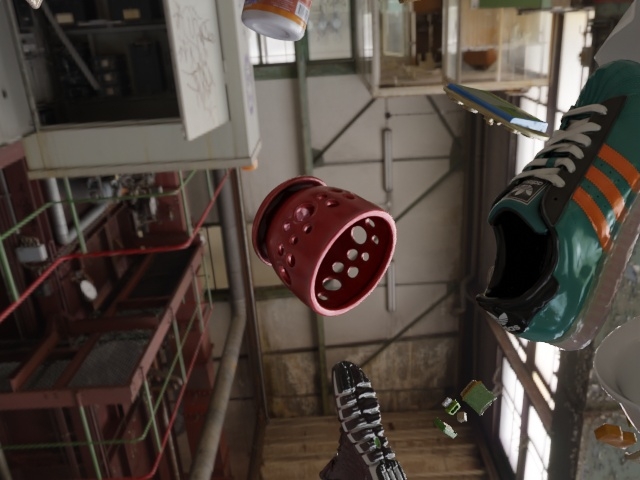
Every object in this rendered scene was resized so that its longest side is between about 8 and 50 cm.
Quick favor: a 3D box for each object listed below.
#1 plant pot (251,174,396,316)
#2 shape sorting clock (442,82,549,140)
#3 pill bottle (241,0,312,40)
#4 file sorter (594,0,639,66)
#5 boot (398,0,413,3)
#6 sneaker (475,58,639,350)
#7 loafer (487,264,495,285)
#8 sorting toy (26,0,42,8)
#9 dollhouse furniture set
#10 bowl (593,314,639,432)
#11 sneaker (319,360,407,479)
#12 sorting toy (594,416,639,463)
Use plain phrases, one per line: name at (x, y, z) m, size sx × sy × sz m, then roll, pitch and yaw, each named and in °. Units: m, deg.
plant pot at (0.000, 0.000, 0.927) m, size 0.191 × 0.191 × 0.174 m, roll -21°, pitch -140°, yaw -36°
shape sorting clock at (0.308, -0.225, 1.019) m, size 0.206 × 0.040 × 0.206 m, roll 18°, pitch -154°, yaw -9°
pill bottle at (-0.065, -0.493, 1.062) m, size 0.121 × 0.216 × 0.121 m, roll 14°, pitch -177°, yaw -1°
file sorter at (0.744, -0.388, 1.215) m, size 0.173 × 0.193 × 0.278 m, roll 20°, pitch -141°, yaw -9°
boot at (0.089, -0.446, 0.871) m, size 0.236 × 0.269 × 0.089 m, roll -36°, pitch -119°, yaw 14°
sneaker at (0.243, -0.048, 0.567) m, size 0.121 × 0.302 × 0.108 m, roll 19°, pitch 176°, yaw -20°
loafer at (0.416, 0.120, 1.338) m, size 0.045 × 0.125 × 0.039 m, roll 1°, pitch 175°, yaw -5°
sorting toy at (-0.425, -0.437, 0.739) m, size 0.038 × 0.193 × 0.208 m, roll -5°, pitch 154°, yaw 30°
dollhouse furniture set at (0.345, 0.403, 1.399) m, size 0.152 × 0.058 × 0.076 m, roll -48°, pitch -145°, yaw 0°
bowl at (0.472, 0.170, 0.626) m, size 0.297 × 0.134 × 0.298 m, roll -21°, pitch -172°, yaw 3°
sneaker at (0.043, 0.385, 1.097) m, size 0.106 × 0.162 × 0.281 m, roll 12°, pitch -131°, yaw -46°
sorting toy at (0.651, 0.341, 0.997) m, size 0.307 × 0.229 × 0.041 m, roll 22°, pitch -138°, yaw -12°
